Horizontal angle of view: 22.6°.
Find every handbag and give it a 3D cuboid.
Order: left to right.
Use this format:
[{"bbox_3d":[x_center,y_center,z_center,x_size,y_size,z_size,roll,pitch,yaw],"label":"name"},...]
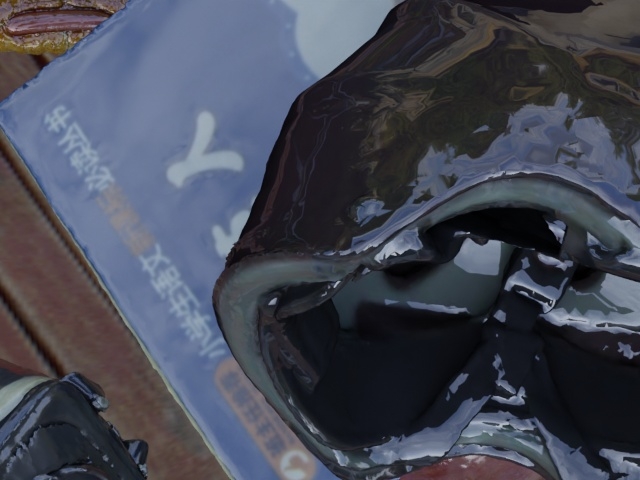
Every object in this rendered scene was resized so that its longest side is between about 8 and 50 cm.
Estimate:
[{"bbox_3d":[-0.259,0.217,1.457,0.181,0.254,0.181,15,56,39],"label":"handbag"}]

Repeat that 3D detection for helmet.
[{"bbox_3d":[0.116,-0.002,0.654,0.305,0.225,0.177,8,55,2],"label":"helmet"}]

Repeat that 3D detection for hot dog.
[{"bbox_3d":[-0.254,-0.221,1.619,0.215,0.047,0.066,-6,107,-23],"label":"hot dog"}]

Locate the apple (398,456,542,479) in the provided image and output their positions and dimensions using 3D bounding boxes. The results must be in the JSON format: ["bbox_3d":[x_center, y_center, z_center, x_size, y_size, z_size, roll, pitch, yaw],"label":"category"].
[{"bbox_3d":[0.164,0.160,1.827,0.235,0.305,0.306,-19,86,19],"label":"apple"}]

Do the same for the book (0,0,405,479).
[{"bbox_3d":[0.071,-0.077,0.849,0.428,0.039,0.300,-37,78,4],"label":"book"}]
